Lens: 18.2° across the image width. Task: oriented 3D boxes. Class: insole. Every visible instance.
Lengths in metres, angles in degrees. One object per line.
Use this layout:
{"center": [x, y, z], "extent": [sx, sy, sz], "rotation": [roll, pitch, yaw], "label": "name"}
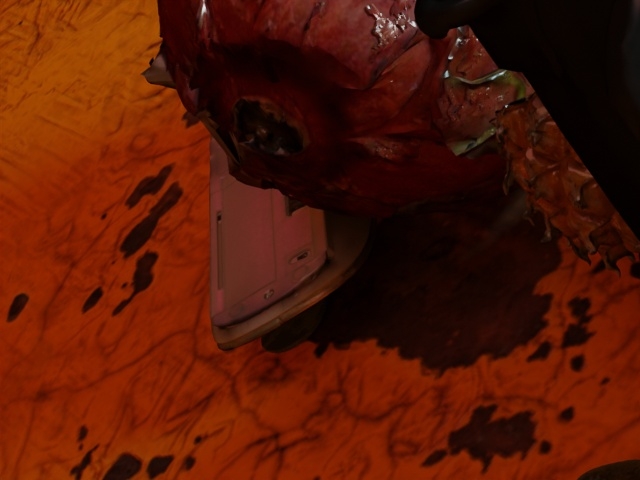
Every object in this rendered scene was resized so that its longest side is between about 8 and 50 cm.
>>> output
{"center": [0.000, 0.000, 1.341], "extent": [0.065, 0.006, 0.193], "rotation": [-19, 39, 36], "label": "insole"}

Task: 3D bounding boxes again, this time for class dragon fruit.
{"center": [0.049, -0.159, 1.210], "extent": [0.295, 0.296, 0.302], "rotation": [-8, 31, 46], "label": "dragon fruit"}

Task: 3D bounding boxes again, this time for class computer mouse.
{"center": [-0.024, -0.017, 1.327], "extent": [0.126, 0.056, 0.245], "rotation": [-32, 32, 18], "label": "computer mouse"}

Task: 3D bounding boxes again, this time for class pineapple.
{"center": [0.186, -0.033, 1.046], "extent": [0.176, 0.137, 0.161], "rotation": [-18, -9, -46], "label": "pineapple"}

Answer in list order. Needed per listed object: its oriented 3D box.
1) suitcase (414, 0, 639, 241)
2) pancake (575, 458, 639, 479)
{"center": [0.259, -0.081, 0.780], "extent": [0.339, 0.345, 0.188], "rotation": [-46, 24, -14], "label": "suitcase"}
{"center": [0.139, 0.149, 0.973], "extent": [0.108, 0.017, 0.108], "rotation": [-33, 27, 20], "label": "pancake"}
